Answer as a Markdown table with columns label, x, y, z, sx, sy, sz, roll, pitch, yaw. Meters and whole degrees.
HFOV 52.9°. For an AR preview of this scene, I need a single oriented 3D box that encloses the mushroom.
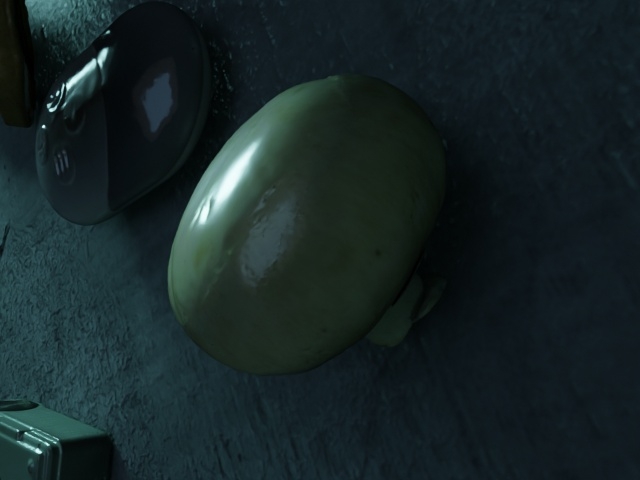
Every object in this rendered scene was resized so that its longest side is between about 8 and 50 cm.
| label | x | y | z | sx | sy | sz | roll | pitch | yaw |
| --- | --- | --- | --- | --- | --- | --- | --- | --- | --- |
| mushroom | 0.000 | 0.000 | 0.497 | 0.246 | 0.202 | 0.246 | -44 | 15 | 15 |

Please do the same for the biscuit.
| label | x | y | z | sx | sy | sz | roll | pitch | yaw |
| --- | --- | --- | --- | --- | --- | --- | --- | --- | --- |
| biscuit | -0.471 | -0.340 | 0.971 | 0.287 | 0.057 | 0.343 | -171 | 74 | -68 |

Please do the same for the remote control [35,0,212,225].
| label | x | y | z | sx | sy | sz | roll | pitch | yaw |
| --- | --- | --- | --- | --- | --- | --- | --- | --- | --- |
| remote control | -0.248 | -0.148 | 0.781 | 0.332 | 0.103 | 0.221 | -24 | 72 | 35 |

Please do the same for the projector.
| label | x | y | z | sx | sy | sz | roll | pitch | yaw |
| --- | --- | --- | --- | --- | --- | --- | --- | --- | --- |
| projector | -0.392 | 0.324 | 0.850 | 0.257 | 0.099 | 0.192 | 3 | 85 | 41 |
